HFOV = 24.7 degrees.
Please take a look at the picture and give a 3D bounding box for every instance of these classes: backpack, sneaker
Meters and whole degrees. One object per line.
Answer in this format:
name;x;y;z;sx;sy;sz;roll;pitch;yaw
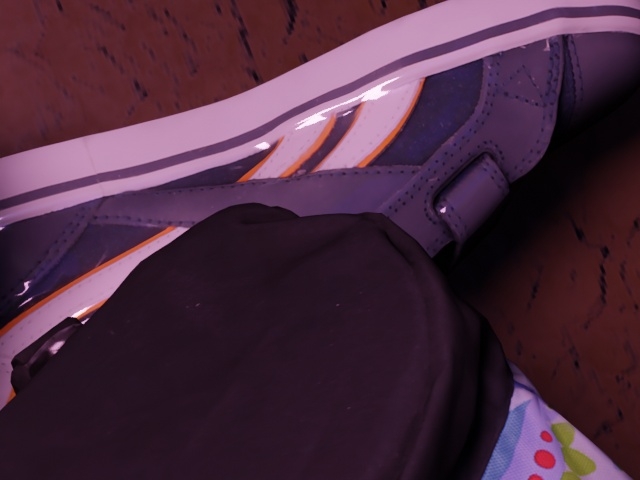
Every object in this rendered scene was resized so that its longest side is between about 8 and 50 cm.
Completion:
backpack;0.030;0.210;0.444;0.290;0.273;0.355;-48;131;-36
sneaker;0.000;0.000;0.588;0.321;0.126;0.127;-21;75;-6
